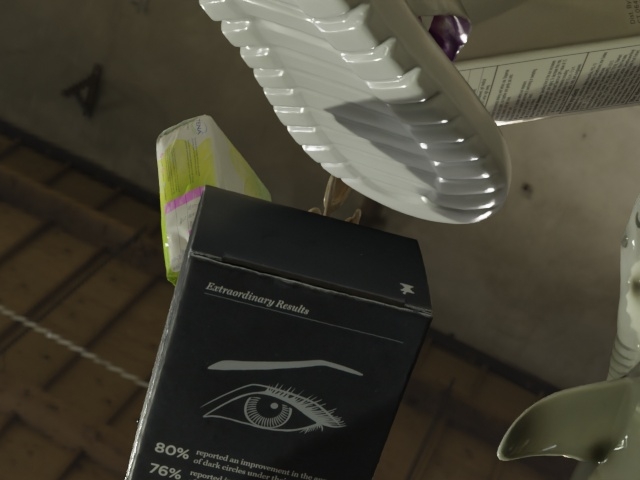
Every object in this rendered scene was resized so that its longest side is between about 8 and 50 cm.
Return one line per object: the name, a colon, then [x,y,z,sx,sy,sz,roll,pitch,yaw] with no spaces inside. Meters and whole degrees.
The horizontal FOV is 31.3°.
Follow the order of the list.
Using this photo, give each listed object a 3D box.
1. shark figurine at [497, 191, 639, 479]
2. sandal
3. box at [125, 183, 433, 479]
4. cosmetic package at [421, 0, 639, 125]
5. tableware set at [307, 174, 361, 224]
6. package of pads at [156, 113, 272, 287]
shark figurine: [0.112,0.123,0.537,0.166,0.278,0.116,46,180,0]
sandal: [0.026,-0.137,0.702,0.169,0.102,0.416,17,161,34]
box: [-0.032,0.089,0.743,0.153,0.207,0.108,16,-156,-8]
cosmetic package: [0.144,-0.178,0.950,0.296,0.153,0.129,-9,-106,-4]
tableware set: [0.000,0.000,1.051,0.020,0.141,0.168,25,-129,19]
package of pads: [-0.144,-0.012,1.669,0.101,0.229,0.296,-22,-131,13]
